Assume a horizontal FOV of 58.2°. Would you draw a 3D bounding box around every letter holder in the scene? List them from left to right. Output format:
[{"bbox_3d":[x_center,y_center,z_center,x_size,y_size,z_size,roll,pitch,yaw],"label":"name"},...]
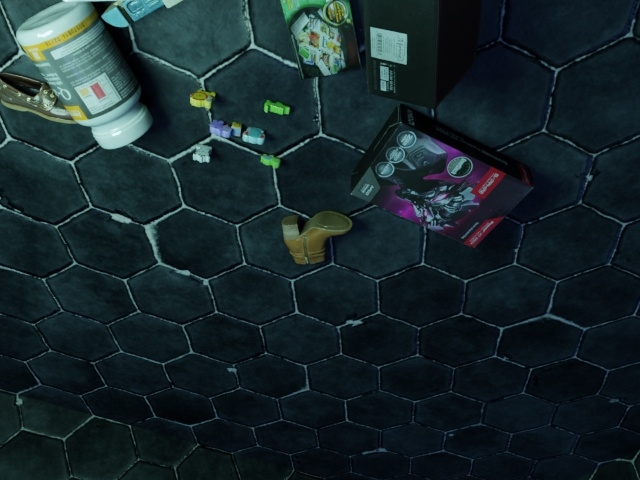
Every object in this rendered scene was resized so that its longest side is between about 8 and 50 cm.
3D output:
[{"bbox_3d":[0.199,-0.442,1.078,0.152,0.214,0.301,22,141,28],"label":"letter holder"}]

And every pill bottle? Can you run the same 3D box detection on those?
[{"bbox_3d":[-0.477,-0.340,1.197,0.162,0.162,0.278,-12,131,15],"label":"pill bottle"}]

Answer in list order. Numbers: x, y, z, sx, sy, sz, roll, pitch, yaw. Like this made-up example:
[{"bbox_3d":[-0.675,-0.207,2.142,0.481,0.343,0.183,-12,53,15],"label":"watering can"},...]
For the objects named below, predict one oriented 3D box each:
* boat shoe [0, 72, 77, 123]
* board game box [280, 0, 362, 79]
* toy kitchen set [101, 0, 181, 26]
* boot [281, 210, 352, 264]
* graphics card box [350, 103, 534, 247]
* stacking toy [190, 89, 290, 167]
[{"bbox_3d":[-0.618,-0.319,1.286,0.207,0.073,0.073,12,135,-7],"label":"boat shoe"},{"bbox_3d":[-0.005,-0.453,1.146,0.136,0.030,0.259,-5,133,12],"label":"board game box"},{"bbox_3d":[-0.358,-0.500,1.064,0.207,0.122,0.166,-20,129,21],"label":"toy kitchen set"},{"bbox_3d":[0.000,0.000,1.544,0.197,0.073,0.152,2,133,19],"label":"boot"},{"bbox_3d":[0.284,-0.143,1.371,0.371,0.094,0.232,23,131,-16],"label":"graphics card box"},{"bbox_3d":[-0.190,-0.250,1.334,0.221,0.052,0.167,8,133,-4],"label":"stacking toy"}]
